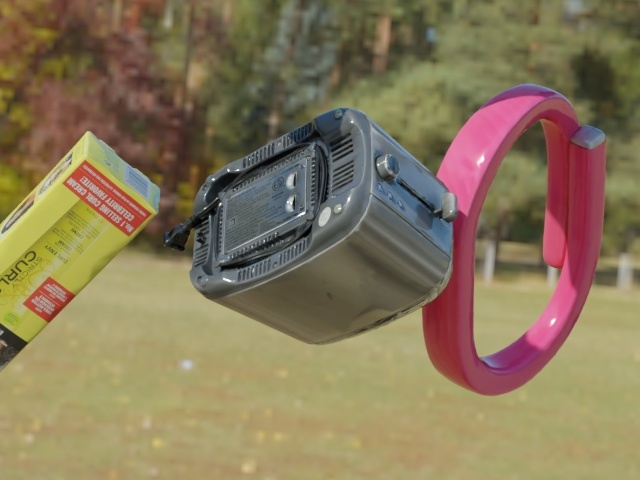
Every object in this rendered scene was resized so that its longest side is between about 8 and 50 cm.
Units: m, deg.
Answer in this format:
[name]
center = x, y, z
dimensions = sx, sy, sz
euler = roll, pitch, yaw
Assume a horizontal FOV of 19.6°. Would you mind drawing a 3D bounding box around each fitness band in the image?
[fitness band]
center = 0.171, 0.004, 1.632
dimensions = 0.054, 0.290, 0.209
euler = 24, 43, 35

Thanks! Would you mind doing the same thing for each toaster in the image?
[toaster]
center = 0.000, 0.000, 1.481
dimensions = 0.227, 0.129, 0.146
euler = -27, -43, 34

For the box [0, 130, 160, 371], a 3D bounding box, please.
[box]
center = -0.245, 0.019, 1.603
dimensions = 0.087, 0.232, 0.058
euler = 41, 16, -20
